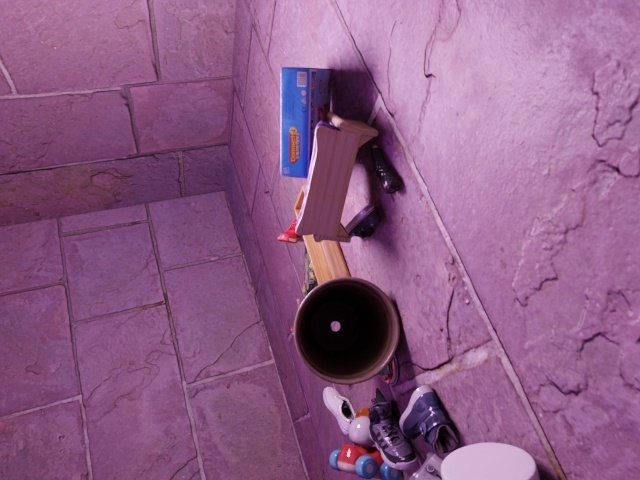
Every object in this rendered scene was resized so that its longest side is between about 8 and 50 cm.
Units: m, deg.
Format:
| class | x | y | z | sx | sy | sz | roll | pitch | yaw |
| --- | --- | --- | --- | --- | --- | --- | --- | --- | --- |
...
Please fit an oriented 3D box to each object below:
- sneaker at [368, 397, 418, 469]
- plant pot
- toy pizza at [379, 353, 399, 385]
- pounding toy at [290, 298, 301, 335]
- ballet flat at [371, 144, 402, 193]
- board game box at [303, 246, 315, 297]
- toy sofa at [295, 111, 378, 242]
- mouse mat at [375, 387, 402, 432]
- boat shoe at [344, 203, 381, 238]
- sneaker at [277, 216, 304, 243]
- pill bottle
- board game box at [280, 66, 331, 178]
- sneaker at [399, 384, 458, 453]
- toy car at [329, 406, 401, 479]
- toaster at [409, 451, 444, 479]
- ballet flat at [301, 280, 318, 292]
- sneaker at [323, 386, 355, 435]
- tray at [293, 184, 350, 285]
| class | x | y | z | sx | sy | sz | roll | pitch | yaw |
| --- | --- | --- | --- | --- | --- | --- | --- | --- | --- |
| sneaker | 0.226 | 0.627 | 1.536 | 0.269 | 0.101 | 0.152 | -157 | 55 | -70 |
| plant pot | 0.067 | 0.285 | 1.528 | 0.280 | 0.324 | 0.322 | 129 | 127 | -81 |
| toy pizza | 0.204 | 0.395 | 1.584 | 0.201 | 0.032 | 0.201 | 168 | 90 | -71 |
| pounding toy | -0.098 | 0.429 | 2.295 | 0.237 | 0.110 | 0.182 | -130 | 20 | -58 |
| ballet flat | 0.179 | -0.199 | 1.296 | 0.057 | 0.049 | 0.173 | 66 | -174 | -59 |
| board game box | -0.051 | 0.128 | 2.032 | 0.259 | 0.031 | 0.136 | -97 | 14 | -51 |
| toy sofa | 0.028 | -0.183 | 1.371 | 0.150 | 0.177 | 0.362 | -115 | 33 | -62 |
| mouse mat | 0.241 | 0.643 | 1.672 | 0.189 | 0.007 | 0.152 | -132 | 35 | -54 |
| boat shoe | 0.134 | -0.043 | 1.467 | 0.076 | 0.080 | 0.228 | 49 | 155 | 4 |
| sneaker | -0.119 | -0.059 | 2.018 | 0.221 | 0.087 | 0.127 | -14 | -67 | -75 |
| pill bottle | 0.377 | 0.645 | 0.948 | 0.224 | 0.224 | 0.391 | 173 | 86 | -71 |
| board game box | -0.040 | -0.375 | 1.446 | 0.302 | 0.086 | 0.308 | -57 | -29 | -67 |
| sneaker | 0.301 | 0.542 | 1.312 | 0.163 | 0.086 | 0.226 | -119 | 26 | -47 |
| toy car | 0.176 | 0.749 | 1.733 | 0.219 | 0.210 | 0.237 | -28 | 45 | 57 |
| toaster | 0.321 | 0.684 | 1.228 | 0.147 | 0.129 | 0.226 | 25 | 136 | 37 |
| ballet flat | -0.037 | 0.214 | 2.103 | 0.232 | 0.080 | 0.073 | 174 | 99 | -70 |
| sneaker | 0.095 | 0.727 | 2.046 | 0.258 | 0.094 | 0.091 | 47 | 126 | 49 |
| tray | 0.000 | 0.000 | 1.865 | 0.203 | 0.076 | 0.410 | 121 | 133 | -63 |
